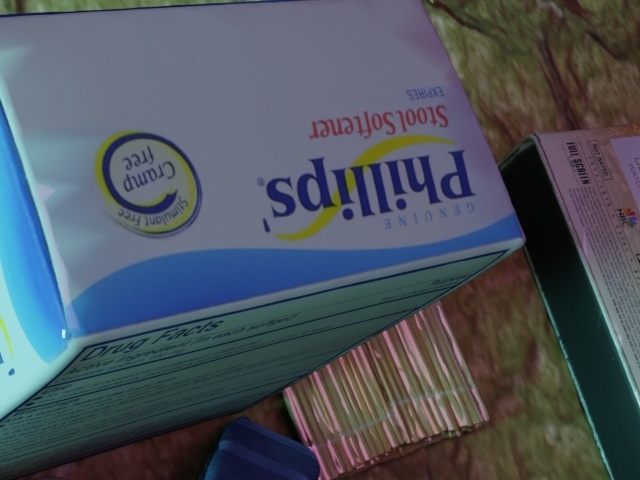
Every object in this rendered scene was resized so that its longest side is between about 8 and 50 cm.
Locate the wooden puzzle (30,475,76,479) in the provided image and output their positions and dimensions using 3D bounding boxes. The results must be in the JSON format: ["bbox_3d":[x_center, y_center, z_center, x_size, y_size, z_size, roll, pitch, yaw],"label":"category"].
[{"bbox_3d":[-0.042,0.210,0.754,0.239,0.044,0.221,13,25,-22],"label":"wooden puzzle"}]

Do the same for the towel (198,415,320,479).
[{"bbox_3d":[-0.037,0.144,0.826,0.067,0.029,0.119,25,15,0],"label":"towel"}]

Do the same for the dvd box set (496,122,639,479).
[{"bbox_3d":[0.363,0.042,1.124,0.421,0.062,0.307,-9,72,-32],"label":"dvd box set"}]

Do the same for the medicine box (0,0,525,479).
[{"bbox_3d":[-0.097,0.011,0.720,0.264,0.289,0.149,-12,73,-40],"label":"medicine box"}]

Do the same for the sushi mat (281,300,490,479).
[{"bbox_3d":[0.000,0.000,0.965,0.151,0.019,0.316,-13,73,-32],"label":"sushi mat"}]
